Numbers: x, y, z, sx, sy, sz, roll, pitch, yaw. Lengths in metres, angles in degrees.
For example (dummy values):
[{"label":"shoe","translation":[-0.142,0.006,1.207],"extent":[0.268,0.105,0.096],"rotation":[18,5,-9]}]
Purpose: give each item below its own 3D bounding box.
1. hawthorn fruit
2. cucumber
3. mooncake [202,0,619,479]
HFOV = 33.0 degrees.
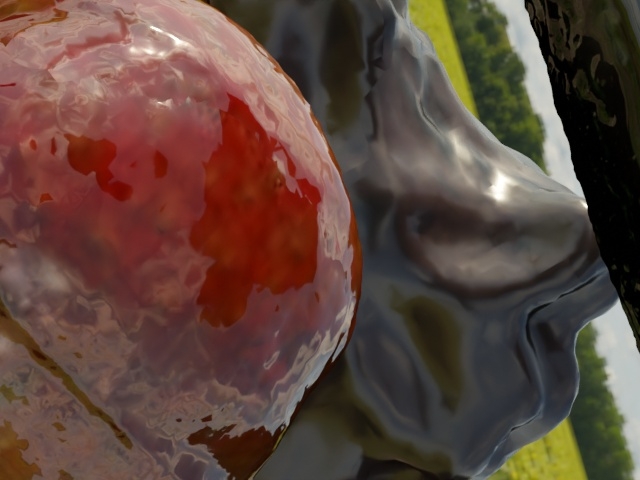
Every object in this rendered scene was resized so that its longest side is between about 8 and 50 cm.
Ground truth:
[{"label":"hawthorn fruit","translation":[-0.114,0.012,0.431],"extent":[0.262,0.258,0.258],"rotation":[11,62,-63]},{"label":"cucumber","translation":[0.130,-0.009,0.374],"extent":[0.074,0.075,0.241],"rotation":[48,29,-68]},{"label":"mooncake","translation":[0.000,0.000,0.712],"extent":[0.381,0.350,0.212],"rotation":[38,5,-3]}]
